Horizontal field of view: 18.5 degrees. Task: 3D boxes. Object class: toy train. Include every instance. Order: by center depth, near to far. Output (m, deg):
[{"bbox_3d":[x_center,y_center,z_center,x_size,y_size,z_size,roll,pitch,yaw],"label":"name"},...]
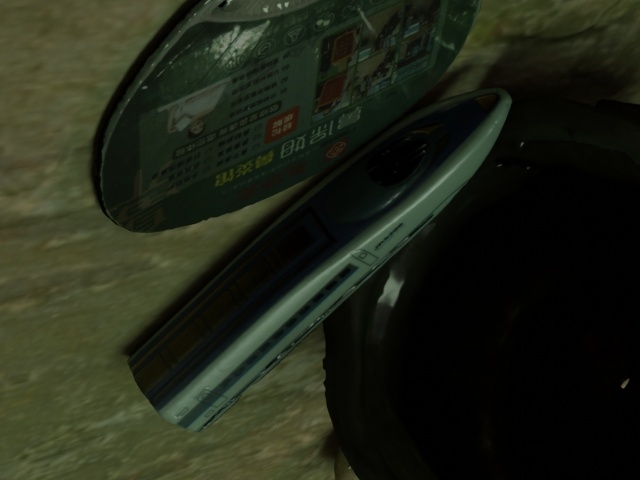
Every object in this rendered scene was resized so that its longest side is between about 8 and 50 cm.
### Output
[{"bbox_3d":[0.001,0.000,1.053,0.252,0.055,0.048,-44,144,12],"label":"toy train"}]

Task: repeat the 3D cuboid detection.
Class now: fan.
[{"bbox_3d":[0.013,-0.110,0.930,0.223,0.012,0.294,-8,142,-46],"label":"fan"}]

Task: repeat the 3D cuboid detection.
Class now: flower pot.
[{"bbox_3d":[0.166,0.063,1.102,0.302,0.302,0.213,-43,153,12],"label":"flower pot"}]

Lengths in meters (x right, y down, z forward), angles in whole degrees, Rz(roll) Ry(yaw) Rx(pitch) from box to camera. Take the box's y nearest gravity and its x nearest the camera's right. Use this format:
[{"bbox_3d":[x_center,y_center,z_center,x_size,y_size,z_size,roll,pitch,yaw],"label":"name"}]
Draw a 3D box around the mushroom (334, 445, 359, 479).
[{"bbox_3d":[0.050,0.151,1.342,0.083,0.067,0.083,-26,145,-20],"label":"mushroom"}]
